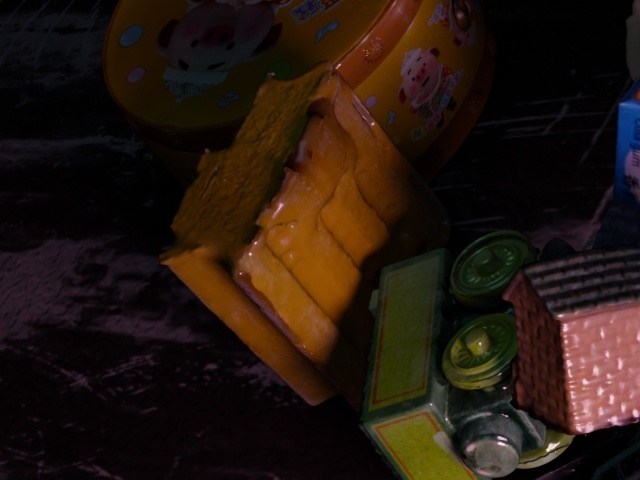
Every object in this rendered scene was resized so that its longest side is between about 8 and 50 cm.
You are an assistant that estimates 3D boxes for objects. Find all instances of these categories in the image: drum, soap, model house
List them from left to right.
[{"bbox_3d":[-0.022,-0.219,2.183,0.431,0.214,0.431,-20,45,21],"label":"drum"},{"bbox_3d":[0.000,0.000,1.928,0.143,0.281,0.259,2,55,40],"label":"soap"},{"bbox_3d":[0.250,0.053,1.612,0.183,0.172,0.166,-15,18,-20],"label":"model house"}]

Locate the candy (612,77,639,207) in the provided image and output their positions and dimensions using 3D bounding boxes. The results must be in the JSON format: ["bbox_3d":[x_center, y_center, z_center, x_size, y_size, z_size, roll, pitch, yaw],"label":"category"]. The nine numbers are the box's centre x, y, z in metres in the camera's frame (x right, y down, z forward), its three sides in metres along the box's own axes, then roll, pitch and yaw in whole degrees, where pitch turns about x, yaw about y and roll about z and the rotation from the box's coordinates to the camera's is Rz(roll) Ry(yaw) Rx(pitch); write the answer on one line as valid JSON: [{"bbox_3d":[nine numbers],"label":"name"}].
[{"bbox_3d":[0.404,-0.034,1.639,0.306,0.157,0.100,22,46,27],"label":"candy"}]

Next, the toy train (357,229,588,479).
[{"bbox_3d":[0.141,0.115,1.800,0.188,0.159,0.271,-19,36,24],"label":"toy train"}]

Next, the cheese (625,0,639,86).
[{"bbox_3d":[0.450,-0.160,1.813,0.332,0.153,0.292,4,64,35],"label":"cheese"}]

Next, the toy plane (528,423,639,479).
[{"bbox_3d":[0.342,0.172,1.674,0.382,0.106,0.155,-38,30,10],"label":"toy plane"}]
